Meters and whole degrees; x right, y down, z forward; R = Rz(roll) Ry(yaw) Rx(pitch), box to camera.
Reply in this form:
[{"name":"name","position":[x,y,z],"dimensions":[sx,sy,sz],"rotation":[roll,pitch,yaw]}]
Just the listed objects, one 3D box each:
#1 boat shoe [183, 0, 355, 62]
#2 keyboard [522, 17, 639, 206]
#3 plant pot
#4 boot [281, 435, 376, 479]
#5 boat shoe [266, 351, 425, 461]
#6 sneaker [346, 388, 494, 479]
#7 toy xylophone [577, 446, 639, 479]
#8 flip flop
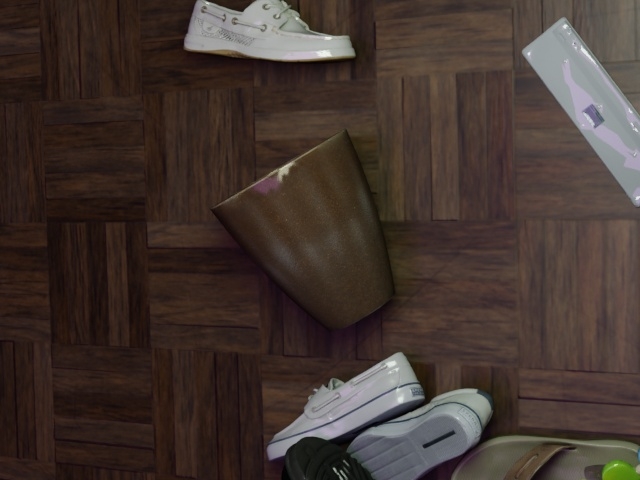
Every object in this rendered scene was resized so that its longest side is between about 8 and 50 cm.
[{"name":"boat shoe","position":[-0.076,-0.303,1.651],"dimensions":[0.277,0.098,0.096],"rotation":[11,99,27]},{"name":"keyboard","position":[0.358,-0.166,1.489],"dimensions":[0.072,0.014,0.256],"rotation":[-41,75,29]},{"name":"plant pot","position":[0.000,0.000,1.589],"dimensions":[0.215,0.215,0.230],"rotation":[-29,95,26]},{"name":"boot","position":[-0.002,0.465,1.612],"dimensions":[0.260,0.131,0.348],"rotation":[-37,93,24]},{"name":"boat shoe","position":[0.028,0.237,1.648],"dimensions":[0.258,0.095,0.084],"rotation":[-27,69,20]},{"name":"sneaker","position":[0.141,0.271,1.588],"dimensions":[0.258,0.091,0.094],"rotation":[-28,91,46]},{"name":"toy xylophone","position":[0.388,0.385,1.447],"dimensions":[0.323,0.081,0.236],"rotation":[-40,105,20]},{"name":"flip flop","position":[0.296,0.313,1.509],"dimensions":[0.277,0.080,0.112],"rotation":[-6,95,24]}]
